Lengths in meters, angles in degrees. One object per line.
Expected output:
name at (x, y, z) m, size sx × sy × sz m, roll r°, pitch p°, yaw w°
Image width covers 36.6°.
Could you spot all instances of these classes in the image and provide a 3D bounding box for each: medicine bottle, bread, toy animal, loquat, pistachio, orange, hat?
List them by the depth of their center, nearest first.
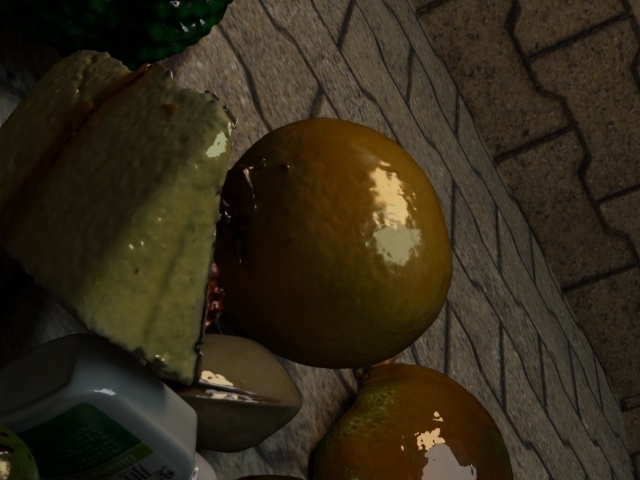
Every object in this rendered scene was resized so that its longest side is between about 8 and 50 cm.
medicine bottle at (-0.155, 0.151, 0.726) m, size 0.183 × 0.119 × 0.069 m, roll 50°, pitch 24°, yaw -39°
bread at (-0.142, -0.033, 0.729) m, size 0.240 × 0.178 × 0.135 m, roll 32°, pitch -7°, yaw 43°
hat at (-0.247, -0.255, 0.829) m, size 0.274 × 0.242 × 0.332 m, roll 36°, pitch 41°, yaw 16°
pistachio at (-0.094, 0.140, 0.888) m, size 0.185 × 0.126 × 0.108 m, roll 19°, pitch 82°, yaw -51°
loquat at (0.000, 0.000, 1.036) m, size 0.275 × 0.275 × 0.275 m, roll 50°, pitch 28°, yaw -38°
orange at (0.123, 0.289, 1.193) m, size 0.262 × 0.196 × 0.334 m, roll 54°, pitch 36°, yaw -1°
toy animal at (0.079, 0.164, 1.355) m, size 0.083 × 0.060 × 0.081 m, roll -3°, pitch 73°, yaw -58°

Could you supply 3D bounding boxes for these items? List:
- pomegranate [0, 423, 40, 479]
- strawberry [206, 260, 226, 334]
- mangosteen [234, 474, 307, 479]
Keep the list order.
pomegranate at (-0.222, 0.143, 0.553) m, size 0.161 × 0.122 × 0.122 m, roll 103°, pitch -11°, yaw -47°
strawberry at (-0.171, 0.005, 0.847) m, size 0.087 × 0.167 × 0.208 m, roll -32°, pitch 96°, yaw -28°
mangosteen at (0.031, 0.376, 0.646) m, size 0.421 × 0.381 × 0.381 m, roll 45°, pitch 29°, yaw -20°
